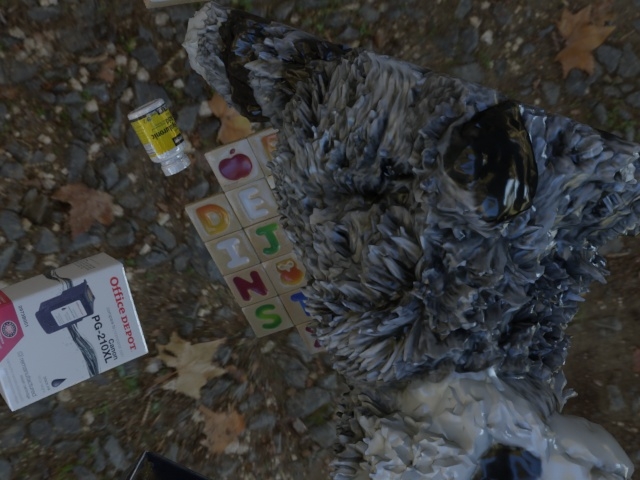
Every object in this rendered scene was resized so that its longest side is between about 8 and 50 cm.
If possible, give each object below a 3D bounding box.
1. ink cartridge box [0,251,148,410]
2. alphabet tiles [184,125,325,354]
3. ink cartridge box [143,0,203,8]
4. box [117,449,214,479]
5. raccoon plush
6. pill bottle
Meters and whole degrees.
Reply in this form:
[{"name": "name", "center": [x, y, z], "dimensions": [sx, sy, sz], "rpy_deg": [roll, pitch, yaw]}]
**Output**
[{"name": "ink cartridge box", "center": [-0.425, 0.143, 1.267], "dimensions": [0.237, 0.100, 0.172], "rpy_deg": [-22, 110, -29]}, {"name": "alphabet tiles", "center": [0.000, 0.000, 1.007], "dimensions": [0.285, 0.011, 0.343], "rpy_deg": [-19, 119, 11]}, {"name": "ink cartridge box", "center": [-0.178, -0.470, 1.241], "dimensions": [0.193, 0.234, 0.088], "rpy_deg": [-18, 89, -27]}, {"name": "box", "center": [-0.131, 0.397, 0.905], "dimensions": [0.296, 0.294, 0.183], "rpy_deg": [28, 62, -7]}, {"name": "raccoon plush", "center": [0.030, 0.030, 0.543], "dimensions": [0.216, 0.446, 0.299], "rpy_deg": [11, 105, -35]}, {"name": "pill bottle", "center": [-0.260, -0.167, 1.261], "dimensions": [0.065, 0.065, 0.116], "rpy_deg": [-29, 111, -7]}]
